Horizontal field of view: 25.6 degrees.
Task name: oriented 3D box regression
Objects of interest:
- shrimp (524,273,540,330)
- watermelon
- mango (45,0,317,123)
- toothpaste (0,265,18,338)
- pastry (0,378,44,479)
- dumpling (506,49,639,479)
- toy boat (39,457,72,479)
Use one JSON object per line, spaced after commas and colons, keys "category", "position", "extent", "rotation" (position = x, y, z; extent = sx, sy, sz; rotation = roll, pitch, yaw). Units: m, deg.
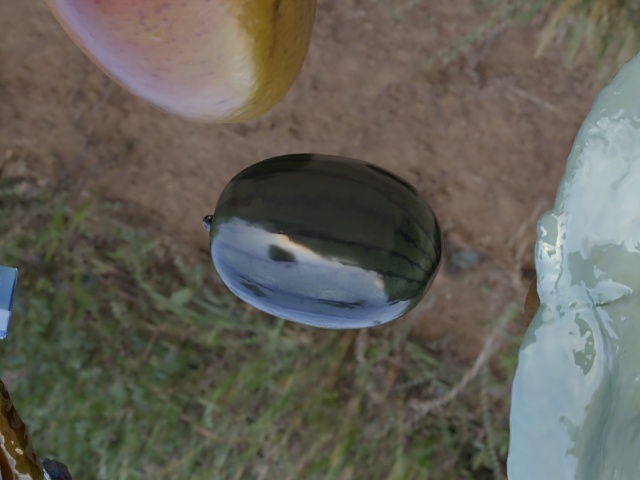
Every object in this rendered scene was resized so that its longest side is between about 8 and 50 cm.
{"category": "shrimp", "position": [0.176, 0.092, 0.710], "extent": [0.173, 0.058, 0.253], "rotation": [24, -135, -23]}
{"category": "watermelon", "position": [0.000, 0.000, 0.632], "extent": [0.110, 0.078, 0.078], "rotation": [8, -177, 3]}
{"category": "mango", "position": [-0.092, -0.197, 0.812], "extent": [0.201, 0.199, 0.350], "rotation": [28, 151, 32]}
{"category": "toothpaste", "position": [-0.425, 0.036, 1.322], "extent": [0.272, 0.053, 0.066], "rotation": [12, 150, -12]}
{"category": "pastry", "position": [-0.128, 0.061, 0.439], "extent": [0.057, 0.097, 0.109], "rotation": [-30, -105, -35]}
{"category": "dumpling", "position": [0.212, 0.061, 0.529], "extent": [0.212, 0.320, 0.270], "rotation": [43, -176, -32]}
{"category": "toy boat", "position": [-0.184, 0.184, 0.956], "extent": [0.038, 0.083, 0.038], "rotation": [3, -147, -2]}
